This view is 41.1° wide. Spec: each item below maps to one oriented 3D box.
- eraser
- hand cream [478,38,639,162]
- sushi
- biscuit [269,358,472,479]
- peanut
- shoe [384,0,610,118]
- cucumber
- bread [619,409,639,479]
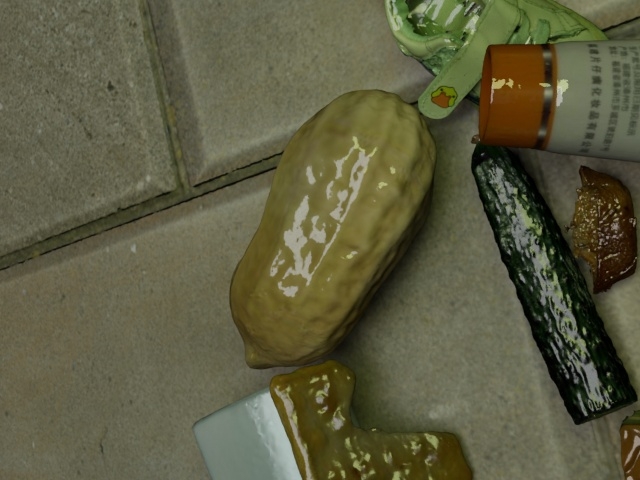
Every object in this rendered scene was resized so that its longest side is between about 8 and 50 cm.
[{"bbox_3d":[-0.013,0.305,0.950,0.189,0.104,0.290,-30,76,27],"label":"eraser"},{"bbox_3d":[0.293,-0.120,0.708,0.314,0.089,0.140,6,96,6],"label":"hand cream"},{"bbox_3d":[0.257,-0.011,0.789,0.060,0.061,0.118,-6,80,6],"label":"sushi"},{"bbox_3d":[0.047,0.201,0.889,0.174,0.039,0.184,-21,78,-14],"label":"biscuit"},{"bbox_3d":[0.000,0.002,0.885,0.340,0.158,0.174,-61,32,14],"label":"peanut"},{"bbox_3d":[0.156,-0.186,0.823,0.262,0.128,0.140,51,130,23],"label":"shoe"},{"bbox_3d":[0.213,0.029,0.819,0.067,0.067,0.294,-28,76,30],"label":"cucumber"},{"bbox_3d":[0.339,0.196,0.741,0.139,0.074,0.084,-4,90,31],"label":"bread"}]
